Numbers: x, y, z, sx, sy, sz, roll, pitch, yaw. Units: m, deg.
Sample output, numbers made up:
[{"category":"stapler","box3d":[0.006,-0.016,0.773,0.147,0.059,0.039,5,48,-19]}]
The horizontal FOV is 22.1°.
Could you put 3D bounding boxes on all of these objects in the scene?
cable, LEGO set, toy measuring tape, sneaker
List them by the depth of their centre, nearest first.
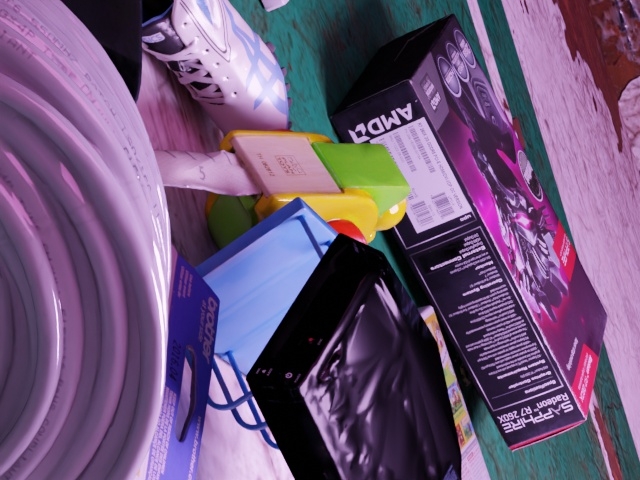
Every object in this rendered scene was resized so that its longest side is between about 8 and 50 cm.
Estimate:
[{"category":"cable","box3d":[-0.177,0.011,0.562,0.257,0.257,0.089,59,14,-22]},{"category":"toy measuring tape","box3d":[-0.064,-0.015,1.106,0.330,0.121,0.121,-2,75,-47]},{"category":"sneaker","box3d":[-0.094,-0.144,1.142,0.086,0.085,0.237,-56,135,-30]},{"category":"LEGO set","box3d":[0.152,0.123,1.615,0.083,0.023,0.054,16,56,-50]}]

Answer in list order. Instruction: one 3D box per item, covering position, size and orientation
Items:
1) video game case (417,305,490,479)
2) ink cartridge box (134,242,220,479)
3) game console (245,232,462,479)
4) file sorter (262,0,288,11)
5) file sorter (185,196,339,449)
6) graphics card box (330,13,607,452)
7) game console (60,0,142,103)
[{"category":"video game case","box3d":[0.088,0.178,1.403,0.227,0.026,0.206,-29,101,-68]},{"category":"ink cartridge box","box3d":[-0.160,0.017,0.859,0.311,0.065,0.186,49,32,-40]},{"category":"game console","box3d":[-0.020,0.185,0.919,0.361,0.044,0.213,-57,140,-36]},{"category":"file sorter","box3d":[-0.004,-0.375,1.396,0.278,0.173,0.193,65,22,-17]},{"category":"file sorter","box3d":[-0.005,0.075,1.082,0.170,0.118,0.104,43,16,-52]},{"category":"graphics card box","box3d":[0.154,-0.014,1.580,0.371,0.094,0.233,60,24,-13]},{"category":"game console","box3d":[-0.199,-0.226,0.735,0.386,0.060,0.342,24,61,-62]}]
